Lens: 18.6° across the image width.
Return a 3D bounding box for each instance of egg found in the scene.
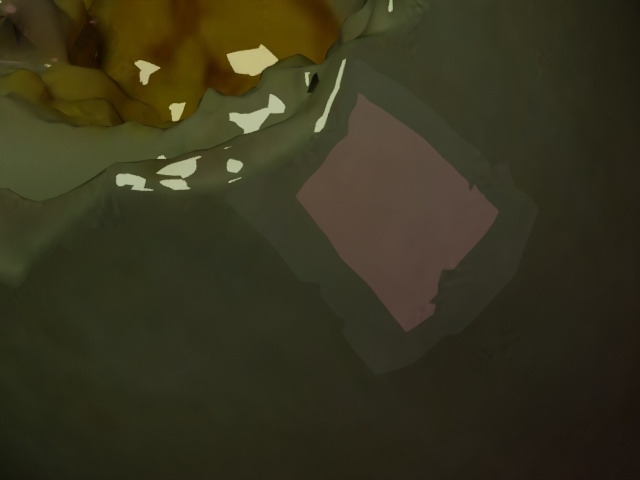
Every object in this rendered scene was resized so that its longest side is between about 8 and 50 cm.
[{"bbox_3d":[0.000,0.000,0.665,0.278,0.278,0.336,-59,143,-16],"label":"egg"}]
